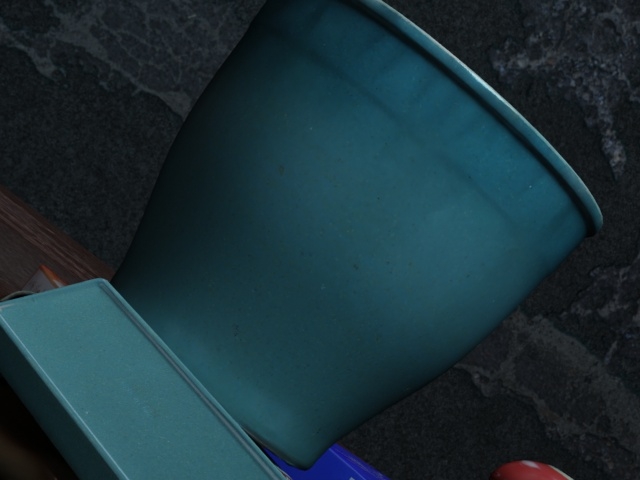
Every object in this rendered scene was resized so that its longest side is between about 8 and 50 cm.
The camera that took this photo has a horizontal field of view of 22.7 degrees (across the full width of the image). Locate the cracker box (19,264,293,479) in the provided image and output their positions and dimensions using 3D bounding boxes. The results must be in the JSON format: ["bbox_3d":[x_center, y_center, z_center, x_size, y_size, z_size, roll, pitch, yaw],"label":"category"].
[{"bbox_3d":[-0.115,0.112,1.030,0.156,0.067,0.232,40,-2,-28],"label":"cracker box"}]

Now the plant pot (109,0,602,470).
[{"bbox_3d":[0.000,0.000,1.059,0.271,0.255,0.271,41,-2,2],"label":"plant pot"}]

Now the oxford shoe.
[{"bbox_3d":[-0.130,0.068,0.700,0.083,0.096,0.227,42,-2,-25],"label":"oxford shoe"}]

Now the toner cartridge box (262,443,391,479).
[{"bbox_3d":[0.080,0.286,1.490,0.165,0.075,0.348,38,-2,38],"label":"toner cartridge box"}]

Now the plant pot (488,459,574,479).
[{"bbox_3d":[0.116,0.223,0.824,0.191,0.174,0.191,39,-4,4],"label":"plant pot"}]

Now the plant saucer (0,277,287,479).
[{"bbox_3d":[-0.072,0.068,0.623,0.192,0.067,0.018,42,-43,46],"label":"plant saucer"}]
